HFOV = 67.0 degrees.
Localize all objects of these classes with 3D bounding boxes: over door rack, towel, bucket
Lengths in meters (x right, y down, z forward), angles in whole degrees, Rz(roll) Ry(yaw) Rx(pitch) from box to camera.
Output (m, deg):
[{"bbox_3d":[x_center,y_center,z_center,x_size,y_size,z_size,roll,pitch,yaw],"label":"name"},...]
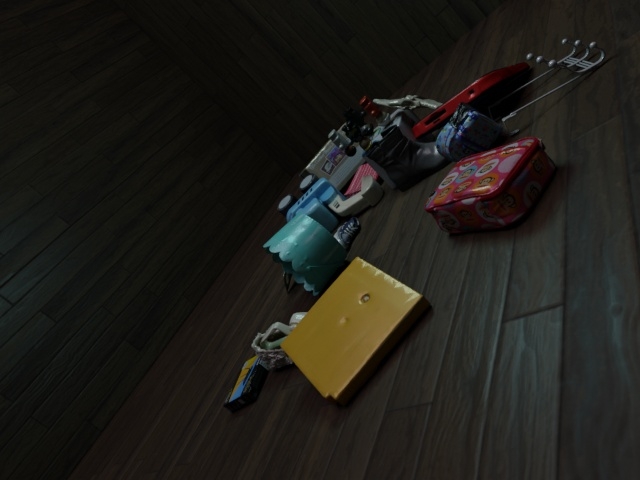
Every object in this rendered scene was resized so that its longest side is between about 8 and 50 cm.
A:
[{"bbox_3d":[0.659,-0.487,1.479,0.324,0.108,0.239,-41,15,22],"label":"over door rack"},{"bbox_3d":[0.214,-0.299,2.262,0.199,0.031,0.275,-62,20,-17],"label":"towel"},{"bbox_3d":[-0.050,0.047,1.734,0.183,0.281,0.281,-47,14,-10],"label":"bucket"}]

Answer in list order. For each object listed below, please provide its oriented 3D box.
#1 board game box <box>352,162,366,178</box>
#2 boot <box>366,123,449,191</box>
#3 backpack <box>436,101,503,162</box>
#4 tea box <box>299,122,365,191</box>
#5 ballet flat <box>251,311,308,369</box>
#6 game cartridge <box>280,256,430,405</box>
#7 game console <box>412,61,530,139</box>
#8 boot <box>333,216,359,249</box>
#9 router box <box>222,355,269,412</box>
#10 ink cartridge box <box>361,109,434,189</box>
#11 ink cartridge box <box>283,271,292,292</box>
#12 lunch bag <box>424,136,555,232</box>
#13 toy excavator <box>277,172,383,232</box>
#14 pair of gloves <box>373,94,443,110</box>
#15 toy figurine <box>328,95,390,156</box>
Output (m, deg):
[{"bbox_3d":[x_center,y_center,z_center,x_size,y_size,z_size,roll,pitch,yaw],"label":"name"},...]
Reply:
[{"bbox_3d":[0.218,-0.366,2.550,0.168,0.033,0.133,-53,9,-33],"label":"board game box"},{"bbox_3d":[0.338,-0.338,1.750,0.338,0.223,0.118,-36,17,34],"label":"boot"},{"bbox_3d":[0.457,-0.319,1.516,0.173,0.158,0.117,-55,29,20],"label":"backpack"},{"bbox_3d":[0.080,-0.416,2.616,0.329,0.220,0.323,-49,6,-4],"label":"tea box"},{"bbox_3d":[-0.069,0.282,1.411,0.409,0.147,0.147,-32,20,41],"label":"ballet flat"},{"bbox_3d":[0.073,0.214,1.201,0.323,0.053,0.285,-49,33,-6],"label":"game cartridge"},{"bbox_3d":[0.547,-0.509,1.784,0.342,0.060,0.386,-27,-2,-42],"label":"game console"},{"bbox_3d":[0.107,-0.035,1.888,0.086,0.069,0.190,-44,13,19],"label":"boot"},{"bbox_3d":[-0.232,0.455,1.569,0.133,0.046,0.179,-37,17,33],"label":"router box"},{"bbox_3d":[0.322,-0.387,1.975,0.198,0.197,0.270,-37,17,32],"label":"ink cartridge box"},{"bbox_3d":[-0.098,0.085,2.015,0.171,0.056,0.235,86,-167,-60],"label":"ink cartridge box"},{"bbox_3d":[0.427,-0.144,1.214,0.258,0.120,0.293,-47,15,-21],"label":"lunch bag"},{"bbox_3d":[0.050,-0.151,2.186,0.433,0.222,0.445,-44,28,7],"label":"toy excavator"},{"bbox_3d":[0.353,-0.544,1.899,0.240,0.042,0.204,-9,26,-27],"label":"pair of gloves"},{"bbox_3d":[0.156,-0.446,1.939,0.209,0.148,0.213,-59,20,-19],"label":"toy figurine"}]
